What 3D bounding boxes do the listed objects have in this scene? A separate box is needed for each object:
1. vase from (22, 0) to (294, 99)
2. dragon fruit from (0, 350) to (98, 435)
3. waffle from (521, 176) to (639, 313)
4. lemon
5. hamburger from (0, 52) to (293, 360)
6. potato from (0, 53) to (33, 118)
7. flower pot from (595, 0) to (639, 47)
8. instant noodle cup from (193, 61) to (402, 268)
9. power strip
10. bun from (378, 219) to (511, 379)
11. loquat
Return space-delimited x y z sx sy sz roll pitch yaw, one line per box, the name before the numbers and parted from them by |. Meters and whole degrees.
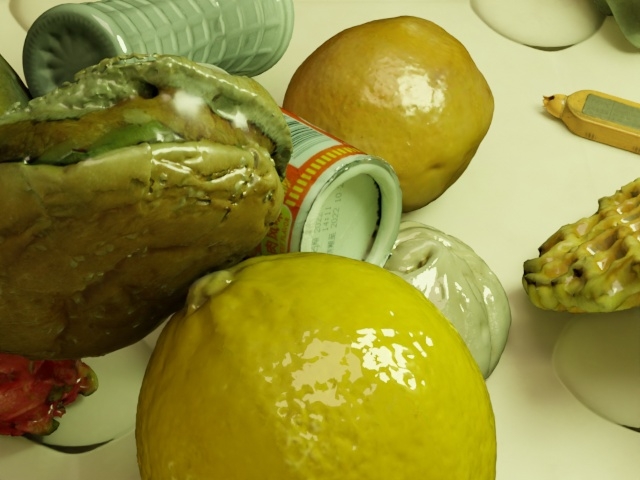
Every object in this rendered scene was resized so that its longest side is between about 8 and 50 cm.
vase | -0.152 -0.192 1.506 0.143 0.143 0.299 26 26 17
dragon fruit | -0.282 0.089 1.321 0.133 0.207 0.150 40 99 39
waffle | 0.316 -0.018 1.411 0.281 0.301 0.058 -34 100 -16
lemon | -0.002 0.148 1.198 0.293 0.293 0.293 3 48 -3
hamburger | -0.158 -0.012 1.197 0.265 0.285 0.134 16 50 -42
potato | -0.329 -0.085 1.395 0.173 0.210 0.307 -29 15 -1
flower pot | 0.369 -0.400 1.665 0.164 0.368 0.254 -10 51 -19
instant noodle cup | -0.047 -0.038 1.384 0.212 0.193 0.193 23 48 37
power strip | 0.310 -0.118 1.634 0.178 0.028 0.049 18 49 10
bun | 0.088 0.048 1.414 0.183 0.102 0.183 4 49 -5
loquat | 0.064 -0.125 1.524 0.187 0.176 0.234 32 43 7
